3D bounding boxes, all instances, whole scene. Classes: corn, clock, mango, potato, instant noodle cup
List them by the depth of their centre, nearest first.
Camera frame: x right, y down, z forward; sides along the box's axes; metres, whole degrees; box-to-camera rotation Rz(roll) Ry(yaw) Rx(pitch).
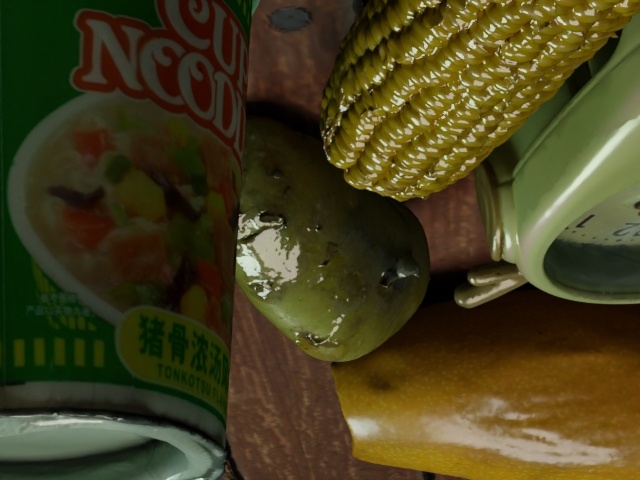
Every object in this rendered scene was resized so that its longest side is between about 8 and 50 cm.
[{"bbox_3d":[-0.117,-0.012,0.685,0.207,0.232,0.207,-5,156,-2],"label":"instant noodle cup"},{"bbox_3d":[0.072,-0.104,0.703,0.106,0.106,0.293,3,158,-20],"label":"corn"},{"bbox_3d":[0.188,-0.045,0.837,0.235,0.096,0.308,0,154,-28],"label":"clock"},{"bbox_3d":[0.000,0.000,0.907,0.085,0.105,0.188,-1,149,35],"label":"potato"},{"bbox_3d":[0.175,0.111,1.138,0.359,0.144,0.187,10,148,-26],"label":"mango"}]
